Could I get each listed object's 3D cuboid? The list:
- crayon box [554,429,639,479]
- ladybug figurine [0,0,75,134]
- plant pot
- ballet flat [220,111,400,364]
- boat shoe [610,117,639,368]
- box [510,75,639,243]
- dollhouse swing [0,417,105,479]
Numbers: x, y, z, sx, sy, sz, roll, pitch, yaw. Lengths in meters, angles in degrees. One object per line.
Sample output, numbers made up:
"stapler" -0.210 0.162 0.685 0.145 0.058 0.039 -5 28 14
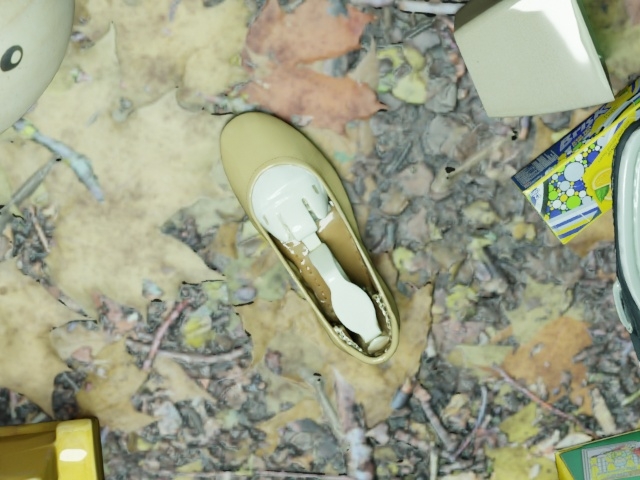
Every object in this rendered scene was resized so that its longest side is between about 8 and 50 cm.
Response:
"crayon box" 0.413 0.293 1.421 0.362 0.106 0.313 -14 106 -2
"ladybug figurine" -0.396 -0.182 1.138 0.449 0.162 0.305 0 90 -10
"plant pot" 0.160 -0.153 1.269 0.096 0.109 0.109 -21 108 14
"ballet flat" 0.000 0.000 1.307 0.080 0.073 0.232 -33 107 3
"boat shoe" 0.278 0.027 1.311 0.114 0.091 0.303 -24 118 -14
"box" 0.239 -0.075 1.321 0.169 0.054 0.059 -38 107 6
"dollhouse swing" -0.333 0.283 1.235 0.346 0.305 0.315 -5 106 -6
